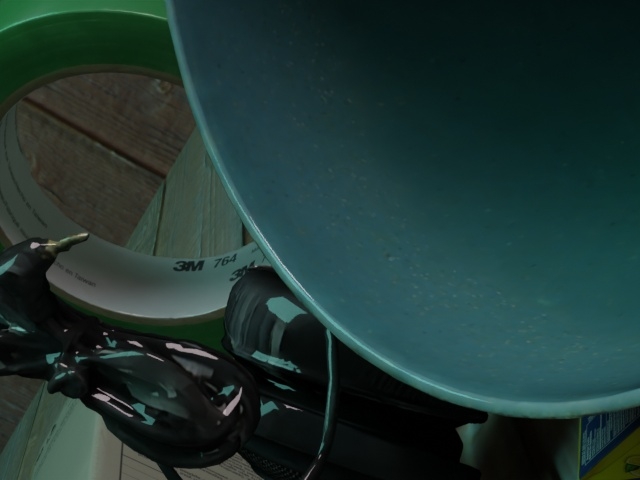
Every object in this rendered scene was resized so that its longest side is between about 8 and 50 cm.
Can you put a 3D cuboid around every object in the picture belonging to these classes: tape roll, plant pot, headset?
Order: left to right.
[{"bbox_3d":[-0.128,-0.049,1.097,0.321,0.321,0.077,-51,16,38],"label":"tape roll"},{"bbox_3d":[0.000,0.000,0.629,0.394,0.185,0.243,-41,-34,-66],"label":"headset"},{"bbox_3d":[0.111,-0.108,0.438,0.290,0.195,0.290,12,105,50],"label":"plant pot"}]

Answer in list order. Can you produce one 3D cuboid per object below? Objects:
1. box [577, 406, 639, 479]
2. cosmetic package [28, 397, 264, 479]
[{"bbox_3d":[0.130,0.021,0.521,0.054,0.059,0.169,-49,17,38],"label":"box"},{"bbox_3d":[-0.072,0.170,0.769,0.113,0.160,0.309,-59,11,11],"label":"cosmetic package"}]
